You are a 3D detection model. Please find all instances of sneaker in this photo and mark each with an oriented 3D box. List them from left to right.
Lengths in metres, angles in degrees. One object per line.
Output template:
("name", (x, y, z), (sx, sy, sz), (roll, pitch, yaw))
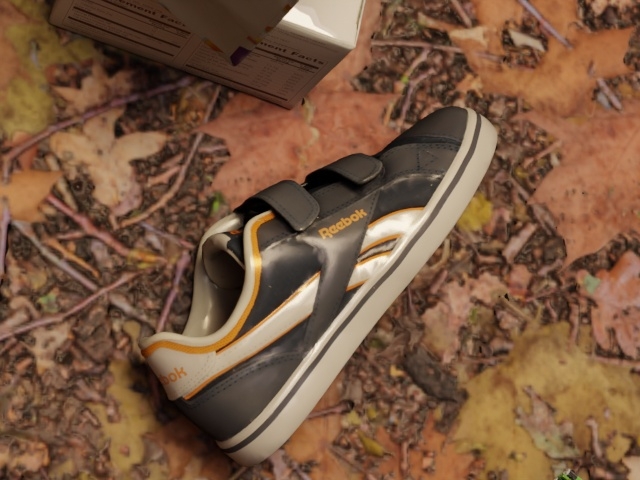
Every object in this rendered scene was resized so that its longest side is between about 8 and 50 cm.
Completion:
("sneaker", (0.000, 0.000, 1.241), (0.127, 0.126, 0.321), (42, 69, -11))

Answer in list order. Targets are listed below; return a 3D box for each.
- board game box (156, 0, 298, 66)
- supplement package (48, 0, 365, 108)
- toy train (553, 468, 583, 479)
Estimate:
("board game box", (-0.011, -0.275, 1.139), (0.144, 0.142, 0.275), (41, 68, -6))
("supplement package", (-0.062, -0.267, 1.276), (0.204, 0.145, 0.262), (18, 71, -14))
("toy train", (0.213, 0.206, 1.324), (0.083, 0.017, 0.024), (42, 58, -5))
